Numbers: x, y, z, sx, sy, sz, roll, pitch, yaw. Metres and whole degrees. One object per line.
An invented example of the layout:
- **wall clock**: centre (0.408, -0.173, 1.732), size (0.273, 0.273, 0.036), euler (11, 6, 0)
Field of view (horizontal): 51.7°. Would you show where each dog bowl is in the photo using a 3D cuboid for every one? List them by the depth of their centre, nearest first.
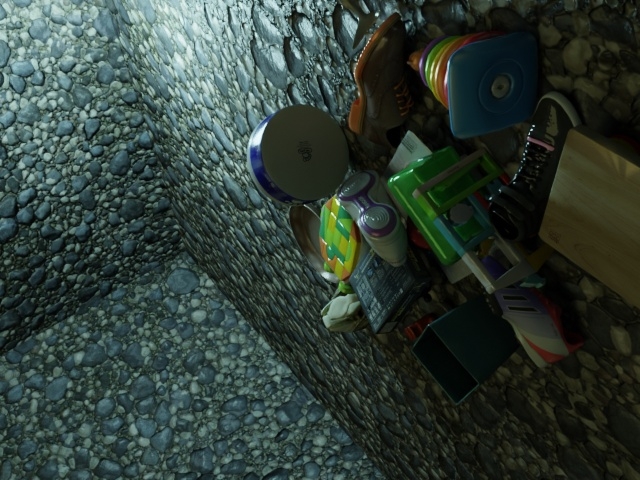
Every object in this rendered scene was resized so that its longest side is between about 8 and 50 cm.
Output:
- **dog bowl**: centre (-0.059, -0.229, 1.785), size (0.265, 0.265, 0.104), euler (62, 155, -9)

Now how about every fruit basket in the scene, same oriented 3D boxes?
- **fruit basket**: centre (0.269, -0.067, 1.513), size (0.327, 0.165, 0.353), euler (56, 173, 8)

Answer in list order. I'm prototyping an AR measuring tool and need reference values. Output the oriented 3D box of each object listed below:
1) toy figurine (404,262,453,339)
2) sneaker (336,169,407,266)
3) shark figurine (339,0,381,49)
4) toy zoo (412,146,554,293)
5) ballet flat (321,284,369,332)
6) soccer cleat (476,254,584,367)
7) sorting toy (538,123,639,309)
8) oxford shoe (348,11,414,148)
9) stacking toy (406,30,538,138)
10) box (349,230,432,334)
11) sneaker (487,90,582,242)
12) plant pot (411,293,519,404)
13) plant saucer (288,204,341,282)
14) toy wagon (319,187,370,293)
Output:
- **toy figurine**: centre (0.248, 0.134, 1.783), size (0.209, 0.148, 0.213), euler (39, 153, 52)
- **sneaker**: centre (0.123, -0.053, 1.556), size (0.152, 0.114, 0.305), euler (59, -172, -37)
- **shark figurine**: centre (0.013, -0.549, 1.407), size (0.278, 0.116, 0.166), euler (58, -179, -21)
- **toy zoo**: centre (0.342, -0.027, 1.302), size (0.293, 0.192, 0.030), euler (53, 158, 11)
- **ballet flat**: centre (0.093, 0.207, 2.133), size (0.164, 0.182, 0.483), euler (52, 157, 12)
- **soccer cleat**: centre (0.425, 0.132, 1.361), size (0.318, 0.116, 0.108), euler (50, -155, -22)
- **sorting toy**: centre (0.509, -0.040, 1.074), size (0.257, 0.089, 0.255), euler (43, 153, 34)
- **oxford shoe**: centre (0.155, -0.335, 1.425), size (0.132, 0.130, 0.364), euler (37, 160, 15)
- **stacking toy**: centre (0.249, -0.318, 1.224), size (0.302, 0.175, 0.166), euler (-130, 26, -57)
- **box**: centre (0.168, 0.095, 1.648), size (0.183, 0.059, 0.233), euler (64, 142, 34)
- **sneaker**: centre (0.378, -0.112, 1.179), size (0.104, 0.147, 0.296), euler (41, 151, 41)
- **plant pot**: centre (0.365, 0.227, 1.521), size (0.165, 0.234, 0.166), euler (51, 156, 19)
- **plant saucer**: centre (0.000, 0.000, 2.239), size (0.310, 0.050, 0.310), euler (44, 154, 29)
- **toy wagon**: centre (0.060, -0.020, 1.920), size (0.344, 0.068, 0.267), euler (-129, 44, -55)
